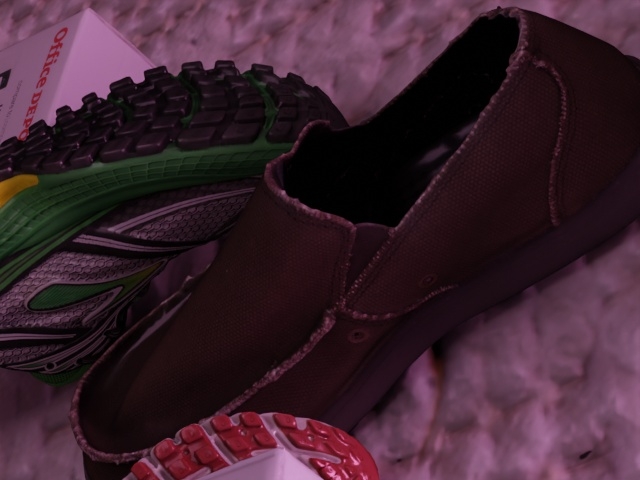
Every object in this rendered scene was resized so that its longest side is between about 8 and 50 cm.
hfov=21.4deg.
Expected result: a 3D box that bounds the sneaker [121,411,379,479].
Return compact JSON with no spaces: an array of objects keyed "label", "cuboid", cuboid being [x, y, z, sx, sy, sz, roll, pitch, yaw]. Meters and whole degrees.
[{"label":"sneaker","cuboid":[-0.078,0.149,0.834,0.225,0.093,0.088,-22,77,6]}]

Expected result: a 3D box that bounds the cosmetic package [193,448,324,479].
[{"label":"cosmetic package","cuboid":[-0.034,0.211,0.675,0.151,0.151,0.183,-24,43,29]}]

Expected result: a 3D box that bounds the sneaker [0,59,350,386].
[{"label":"sneaker","cuboid":[-0.136,-0.003,1.026,0.343,0.146,0.134,-20,24,13]}]

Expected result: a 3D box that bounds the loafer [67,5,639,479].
[{"label":"loafer","cuboid":[0.000,0.000,0.860,0.366,0.130,0.134,-38,36,13]}]

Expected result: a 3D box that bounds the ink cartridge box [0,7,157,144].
[{"label":"ink cartridge box","cuboid":[-0.220,-0.056,1.184,0.203,0.086,0.148,-20,43,34]}]
